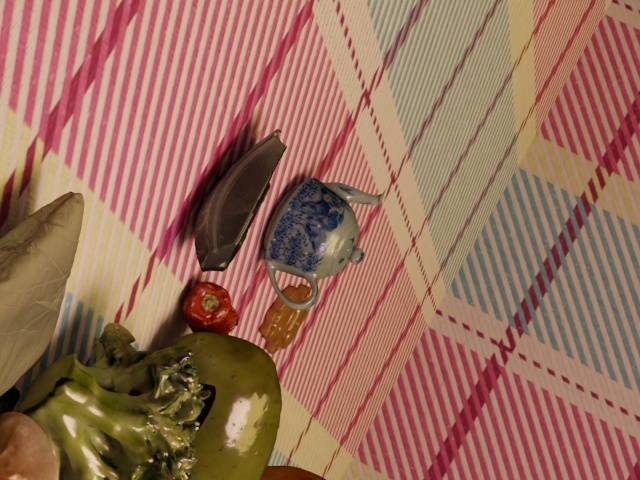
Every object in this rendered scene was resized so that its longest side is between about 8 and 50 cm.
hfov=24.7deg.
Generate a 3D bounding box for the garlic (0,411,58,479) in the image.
[{"bbox_3d":[-0.329,0.236,1.527,0.206,0.128,0.115,-31,-145,55],"label":"garlic"}]

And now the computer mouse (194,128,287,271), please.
[{"bbox_3d":[-0.113,-0.059,1.946,0.231,0.071,0.126,-64,180,-26],"label":"computer mouse"}]

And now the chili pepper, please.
[{"bbox_3d":[-0.156,0.100,2.079,0.123,0.073,0.070,83,-5,-68],"label":"chili pepper"}]

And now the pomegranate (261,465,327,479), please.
[{"bbox_3d":[-0.098,0.597,2.531,0.417,0.416,0.417,-55,163,-25],"label":"pomegranate"}]

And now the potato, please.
[{"bbox_3d":[-0.165,0.268,2.075,0.216,0.216,0.304,-41,163,-53],"label":"potato"}]

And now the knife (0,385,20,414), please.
[{"bbox_3d":[-0.378,0.216,1.648,0.121,0.018,0.031,-59,163,-6],"label":"knife"}]

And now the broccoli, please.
[{"bbox_3d":[-0.275,0.223,1.691,0.245,0.248,0.288,59,33,-37],"label":"broccoli"}]

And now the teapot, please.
[{"bbox_3d":[0.000,0.000,2.266,0.232,0.159,0.159,-58,164,-16],"label":"teapot"}]

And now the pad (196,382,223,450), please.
[{"bbox_3d":[-0.253,0.352,1.889,0.375,0.063,0.315,-59,-158,-13],"label":"pad"}]

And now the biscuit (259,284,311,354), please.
[{"bbox_3d":[-0.056,0.133,2.545,0.133,0.027,0.184,-56,164,-17],"label":"biscuit"}]

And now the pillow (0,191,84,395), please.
[{"bbox_3d":[-0.346,0.107,1.458,0.281,0.076,0.274,-51,170,-47],"label":"pillow"}]
